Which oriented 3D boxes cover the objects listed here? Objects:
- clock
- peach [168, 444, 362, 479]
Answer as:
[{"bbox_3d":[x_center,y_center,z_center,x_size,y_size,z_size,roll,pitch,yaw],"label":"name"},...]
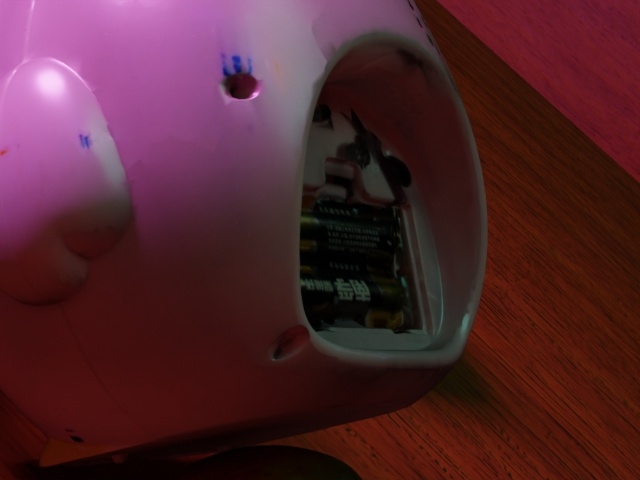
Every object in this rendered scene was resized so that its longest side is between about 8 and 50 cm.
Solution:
[{"bbox_3d":[-0.054,-0.065,0.938,0.368,0.251,0.376,7,73,-57],"label":"clock"},{"bbox_3d":[-0.034,0.176,0.883,0.118,0.151,0.151,41,14,-40],"label":"peach"}]
